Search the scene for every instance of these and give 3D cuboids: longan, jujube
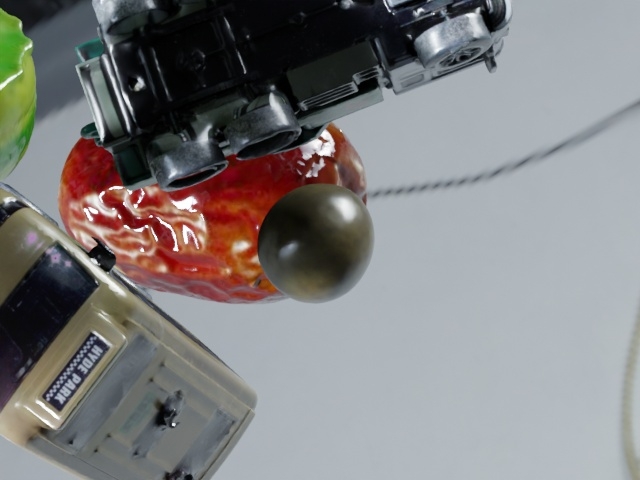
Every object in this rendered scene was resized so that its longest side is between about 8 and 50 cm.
[{"bbox_3d":[0.000,0.000,1.628,0.106,0.106,0.119,7,28,29],"label":"longan"},{"bbox_3d":[-0.110,-0.045,1.993,0.318,0.223,0.223,2,64,24],"label":"jujube"}]

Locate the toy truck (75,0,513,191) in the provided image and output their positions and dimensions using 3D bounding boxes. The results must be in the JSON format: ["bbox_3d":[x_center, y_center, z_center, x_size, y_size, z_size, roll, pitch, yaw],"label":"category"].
[{"bbox_3d":[-0.030,-0.155,1.534,0.363,0.178,0.176,-22,80,7],"label":"toy truck"}]

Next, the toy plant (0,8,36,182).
[{"bbox_3d":[-0.318,-0.019,1.388,0.184,0.315,0.224,32,40,16],"label":"toy plant"}]

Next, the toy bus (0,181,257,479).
[{"bbox_3d":[-0.157,0.083,1.263,0.157,0.289,0.139,34,83,25],"label":"toy bus"}]
